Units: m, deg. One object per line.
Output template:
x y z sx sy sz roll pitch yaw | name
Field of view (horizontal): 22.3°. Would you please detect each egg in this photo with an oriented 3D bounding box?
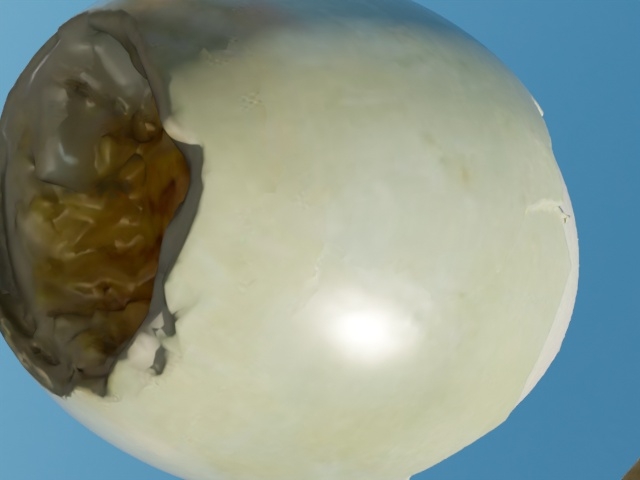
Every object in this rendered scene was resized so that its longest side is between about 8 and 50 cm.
0.000 0.000 0.877 0.278 0.336 0.278 -13 -107 49 | egg

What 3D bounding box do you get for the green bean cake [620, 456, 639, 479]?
0.253 0.200 0.988 0.109 0.085 0.179 -53 -142 -4 | green bean cake
